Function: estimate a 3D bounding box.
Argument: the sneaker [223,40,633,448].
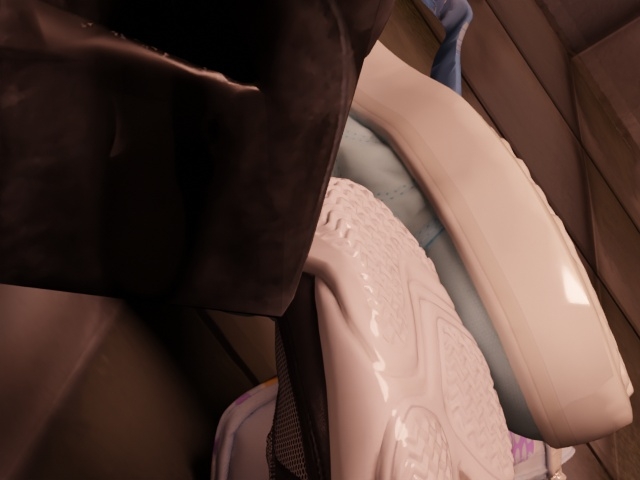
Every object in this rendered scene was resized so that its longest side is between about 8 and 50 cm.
[{"bbox_3d":[0.000,0.000,0.689,0.135,0.150,0.366,59,-5,-32],"label":"sneaker"}]

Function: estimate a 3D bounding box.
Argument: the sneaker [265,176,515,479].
[{"bbox_3d":[-0.012,0.121,0.508,0.101,0.153,0.268,18,55,-64],"label":"sneaker"}]

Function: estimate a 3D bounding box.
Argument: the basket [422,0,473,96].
[{"bbox_3d":[-0.023,-0.198,0.942,0.289,0.201,0.255,44,19,-12],"label":"basket"}]

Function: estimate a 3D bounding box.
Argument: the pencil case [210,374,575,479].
[{"bbox_3d":[0.046,0.104,0.770,0.124,0.113,0.273,45,15,13],"label":"pencil case"}]

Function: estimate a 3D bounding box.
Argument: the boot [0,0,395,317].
[{"bbox_3d":[-0.073,-0.217,0.573,0.445,0.146,0.367,-107,-166,-68],"label":"boot"}]
